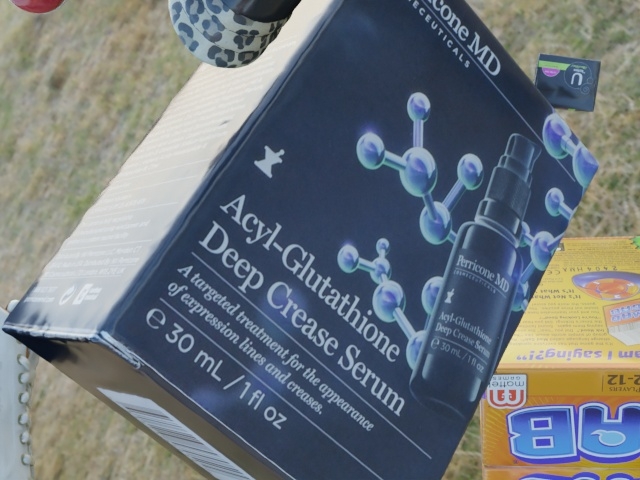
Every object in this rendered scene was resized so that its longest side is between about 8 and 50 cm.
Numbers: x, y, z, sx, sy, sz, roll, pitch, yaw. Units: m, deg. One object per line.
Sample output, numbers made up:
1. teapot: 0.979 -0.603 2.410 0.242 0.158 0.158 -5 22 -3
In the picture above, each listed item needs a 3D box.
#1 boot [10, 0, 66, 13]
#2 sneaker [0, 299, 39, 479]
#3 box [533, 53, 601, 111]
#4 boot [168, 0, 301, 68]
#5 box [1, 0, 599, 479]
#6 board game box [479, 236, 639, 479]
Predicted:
1. boot: -0.244 -0.274 0.776 0.176 0.089 0.244 -104 15 -52
2. sneaker: -0.276 0.125 0.839 0.290 0.123 0.106 64 161 6
3. box: 0.245 -0.157 0.980 0.083 0.062 0.052 -33 -49 -76
4. boot: -0.011 -0.219 0.541 0.178 0.085 0.236 -44 29 38
5. box: 0.000 0.000 0.799 0.212 0.293 0.395 -5 48 55
6. board game box: 0.429 0.233 1.525 0.357 0.356 0.356 -1 30 9
